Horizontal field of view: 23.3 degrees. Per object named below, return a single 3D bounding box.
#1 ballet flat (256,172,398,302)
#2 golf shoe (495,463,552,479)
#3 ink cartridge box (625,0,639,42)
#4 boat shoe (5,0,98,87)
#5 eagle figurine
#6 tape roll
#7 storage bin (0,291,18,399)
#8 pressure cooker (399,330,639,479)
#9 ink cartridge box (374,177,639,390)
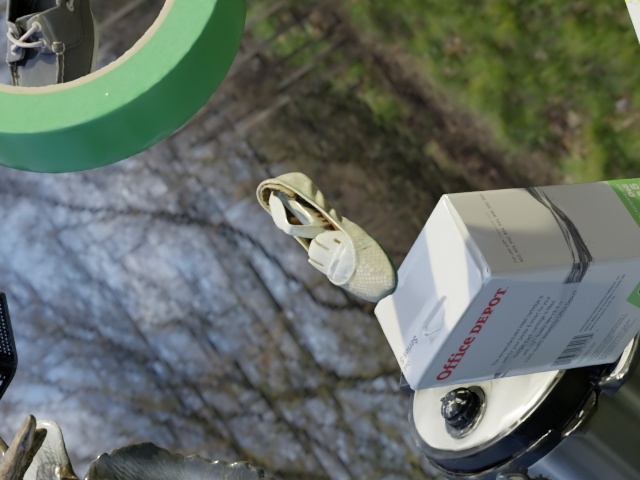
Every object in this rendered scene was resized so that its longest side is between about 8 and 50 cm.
[{"bbox_3d":[0.000,0.000,1.308,0.052,0.057,0.168,-4,-146,-37],"label":"ballet flat"},{"bbox_3d":[0.262,0.306,1.604,0.077,0.198,0.094,102,-176,-51],"label":"golf shoe"},{"bbox_3d":[0.423,-0.289,1.876,0.104,0.061,0.181,-4,-107,-45],"label":"ink cartridge box"},{"bbox_3d":[-0.299,-0.276,1.657,0.095,0.112,0.335,18,-108,-49],"label":"boat shoe"},{"bbox_3d":[-0.179,0.294,1.409,0.298,0.225,0.226,23,157,-18],"label":"eagle figurine"},{"bbox_3d":[-0.233,-0.219,1.459,0.321,0.321,0.077,58,177,30],"label":"tape roll"},{"bbox_3d":[-0.464,0.147,2.014,0.180,0.084,0.122,94,-165,-50],"label":"storage bin"},{"bbox_3d":[0.333,0.228,2.193,0.420,0.370,0.375,38,-165,-23],"label":"pressure cooker"},{"bbox_3d":[0.222,0.045,1.624,0.115,0.273,0.198,64,144,33],"label":"ink cartridge box"}]
